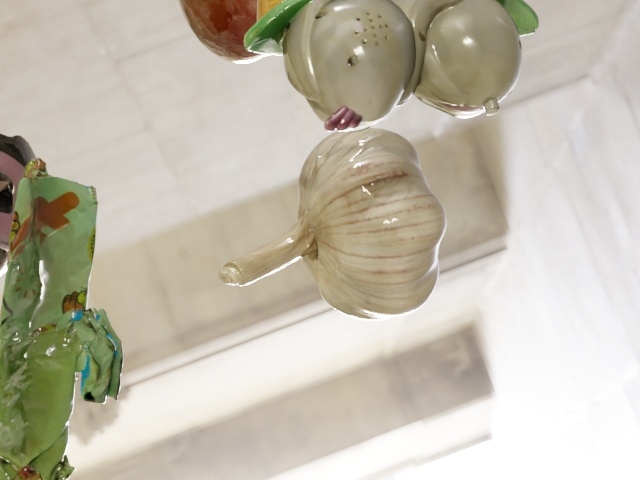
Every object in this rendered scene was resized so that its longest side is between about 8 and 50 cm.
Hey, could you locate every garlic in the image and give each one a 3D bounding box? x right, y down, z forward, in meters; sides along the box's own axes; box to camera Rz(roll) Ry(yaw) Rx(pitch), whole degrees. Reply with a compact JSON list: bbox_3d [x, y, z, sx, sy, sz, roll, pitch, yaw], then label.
[{"bbox_3d":[0.000,0.000,1.510,0.199,0.226,0.199,163,90,-71],"label":"garlic"}]

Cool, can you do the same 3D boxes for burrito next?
[{"bbox_3d":[-0.213,0.075,1.281,0.054,0.104,0.288,96,178,-78],"label":"burrito"}]

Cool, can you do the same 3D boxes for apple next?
[{"bbox_3d":[-0.077,-0.297,1.826,0.181,0.181,0.168,101,149,-86],"label":"apple"}]

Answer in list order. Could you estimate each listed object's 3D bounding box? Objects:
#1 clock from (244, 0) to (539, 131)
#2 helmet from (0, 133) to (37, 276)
[{"bbox_3d":[0.054,-0.145,1.106,0.103,0.231,0.144,123,133,-58],"label":"clock"},{"bbox_3d":[-0.406,-0.017,1.688,0.253,0.198,0.154,-56,28,31],"label":"helmet"}]
